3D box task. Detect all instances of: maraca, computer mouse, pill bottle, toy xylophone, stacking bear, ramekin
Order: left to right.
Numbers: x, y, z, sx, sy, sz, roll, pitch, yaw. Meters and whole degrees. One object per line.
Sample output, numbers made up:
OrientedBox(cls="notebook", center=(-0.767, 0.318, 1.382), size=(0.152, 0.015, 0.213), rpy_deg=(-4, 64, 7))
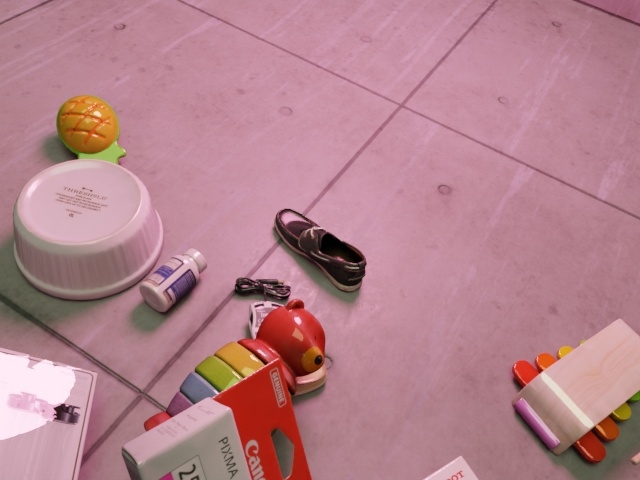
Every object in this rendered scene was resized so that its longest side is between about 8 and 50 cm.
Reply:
OrientedBox(cls="ramekin", center=(-0.434, -0.034, 1.092), size=(0.272, 0.127, 0.273), rpy_deg=(5, 50, -6))
OrientedBox(cls="maraca", center=(-0.495, -0.230, 1.269), size=(0.127, 0.099, 0.186), rpy_deg=(-22, 82, -14))
OrientedBox(cls="pill bottle", center=(-0.266, 0.069, 1.076), size=(0.067, 0.067, 0.120), rpy_deg=(32, 52, 16))
OrientedBox(cls="stacking bear", center=(-0.104, 0.219, 0.881), size=(0.289, 0.175, 0.164), rpy_deg=(-45, 39, -21))
OrientedBox(cls="computer mouse", center=(-0.098, 0.140, 1.055), size=(0.105, 0.042, 0.193), rpy_deg=(4, 37, -14))
OrientedBox(cls="toy xylophone", center=(0.509, 0.270, 1.040), size=(0.322, 0.081, 0.236), rpy_deg=(-16, 55, -22))

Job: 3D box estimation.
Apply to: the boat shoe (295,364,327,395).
OrientedBox(cls="boat shoe", center=(-0.068, 0.223, 0.988), size=(0.169, 0.059, 0.063), rpy_deg=(-3, 51, -12))

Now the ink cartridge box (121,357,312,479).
OrientedBox(cls="ink cartridge box", center=(-0.099, 0.329, 0.759), size=(0.238, 0.275, 0.060), rpy_deg=(-24, 18, -35))

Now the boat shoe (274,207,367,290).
OrientedBox(cls="boat shoe", center=(0.000, 0.000, 1.177), size=(0.233, 0.079, 0.084), rpy_deg=(40, 56, 23))

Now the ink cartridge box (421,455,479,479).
OrientedBox(cls="ink cartridge box", center=(0.194, 0.446, 0.828), size=(0.160, 0.093, 0.219), rpy_deg=(-21, 58, -26))

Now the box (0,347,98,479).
OrientedBox(cls="box", center=(-0.413, 0.296, 0.782), size=(0.169, 0.087, 0.290), rpy_deg=(22, 36, -28))
